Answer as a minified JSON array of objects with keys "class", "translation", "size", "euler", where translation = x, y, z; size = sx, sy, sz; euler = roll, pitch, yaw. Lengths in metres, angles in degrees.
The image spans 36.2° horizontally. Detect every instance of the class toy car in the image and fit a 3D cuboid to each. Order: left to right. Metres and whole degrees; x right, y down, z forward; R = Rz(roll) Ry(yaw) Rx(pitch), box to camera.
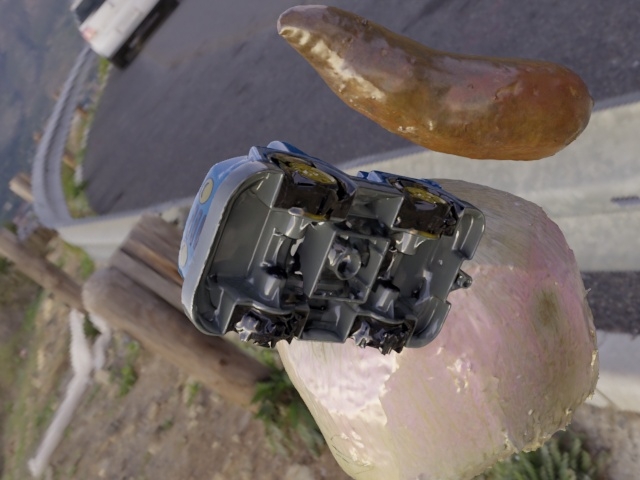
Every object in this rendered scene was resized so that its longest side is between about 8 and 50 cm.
[{"class":"toy car","translation":[0.000,0.000,0.569],"size":[0.100,0.191,0.097],"euler":[39,114,47]}]

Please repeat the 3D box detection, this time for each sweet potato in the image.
[{"class":"sweet potato","translation":[0.099,-0.124,0.820],"size":[0.097,0.291,0.097],"euler":[-169,90,-75]}]

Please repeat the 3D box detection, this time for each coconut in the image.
[{"class":"coconut","translation":[0.124,0.083,1.224],"size":[0.404,0.404,0.404],"euler":[-44,19,20]}]
